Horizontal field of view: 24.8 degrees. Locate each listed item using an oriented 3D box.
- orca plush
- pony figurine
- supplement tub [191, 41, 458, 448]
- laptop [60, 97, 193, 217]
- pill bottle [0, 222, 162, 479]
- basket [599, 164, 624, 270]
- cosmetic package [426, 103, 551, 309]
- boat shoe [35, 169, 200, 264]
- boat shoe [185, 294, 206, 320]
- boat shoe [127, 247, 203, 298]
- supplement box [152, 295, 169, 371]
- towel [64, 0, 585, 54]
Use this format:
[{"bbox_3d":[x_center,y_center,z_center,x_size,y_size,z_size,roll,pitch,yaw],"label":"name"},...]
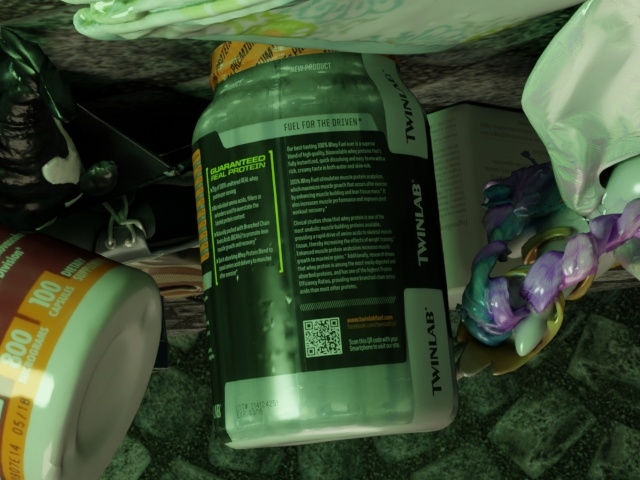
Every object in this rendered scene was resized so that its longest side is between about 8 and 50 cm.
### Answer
[{"bbox_3d":[-0.242,-0.052,1.162,0.151,0.102,0.287,30,158,-15],"label":"orca plush"},{"bbox_3d":[0.271,-0.034,1.214,0.351,0.303,0.363,-43,177,32],"label":"pony figurine"},{"bbox_3d":[0.000,0.000,1.148,0.194,0.316,0.193,-5,172,-1],"label":"supplement tub"},{"bbox_3d":[-0.195,-0.108,1.327,0.264,0.136,0.234,-31,-169,-41],"label":"laptop"},{"bbox_3d":[-0.363,0.069,1.320,0.392,0.224,0.224,19,175,11],"label":"pill bottle"},{"bbox_3d":[0.270,-0.033,1.650,0.227,0.154,0.204,-7,170,35],"label":"basket"},{"bbox_3d":[0.150,-0.028,1.476,0.151,0.183,0.151,4,167,-43],"label":"cosmetic package"},{"bbox_3d":[-0.202,-0.031,1.489,0.319,0.116,0.099,-6,175,-38],"label":"boat shoe"},{"bbox_3d":[-0.075,0.042,1.898,0.187,0.156,0.500,-2,172,-28],"label":"boat shoe"},{"bbox_3d":[-0.153,0.007,1.676,0.324,0.123,0.116,4,149,3],"label":"boat shoe"},{"bbox_3d":[-0.366,0.103,1.985,0.195,0.194,0.356,0,170,-30],"label":"supplement box"},{"bbox_3d":[0.093,-0.165,0.724,0.321,0.090,0.374,-10,-179,39],"label":"towel"}]
